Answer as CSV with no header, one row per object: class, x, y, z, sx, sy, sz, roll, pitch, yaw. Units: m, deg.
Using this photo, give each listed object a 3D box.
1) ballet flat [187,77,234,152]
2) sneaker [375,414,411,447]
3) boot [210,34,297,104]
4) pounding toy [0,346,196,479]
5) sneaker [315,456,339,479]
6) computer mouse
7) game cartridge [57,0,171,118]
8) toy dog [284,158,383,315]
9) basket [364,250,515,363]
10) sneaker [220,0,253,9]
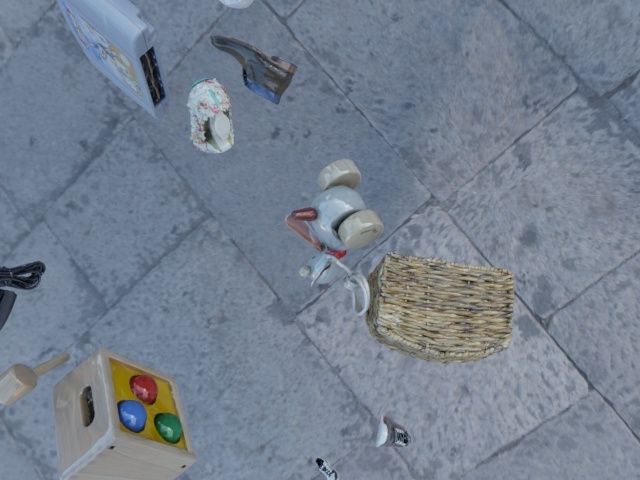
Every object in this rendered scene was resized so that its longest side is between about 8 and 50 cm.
ballet flat,-0.199,-0.209,1.061,0.091,0.241,0.077,-34,78,-11
sneaker,0.150,0.386,1.130,0.065,0.158,0.061,9,77,16
boot,-0.170,-0.409,1.352,0.219,0.082,0.106,17,102,-21
pounding toy,-0.258,0.178,0.656,0.094,0.206,0.181,-39,46,8
sneaker,0.014,0.552,1.352,0.037,0.083,0.032,39,84,-33
computer mouse,-0.602,0.145,0.965,0.272,0.188,0.072,-44,77,12
game cartridge,-0.359,-0.344,0.985,0.198,0.297,0.062,37,75,1
toy dog,0.000,0.000,1.131,0.220,0.161,0.333,-125,31,-45
basket,0.252,0.168,1.264,0.299,0.223,0.213,9,73,-4
sneaker,-0.199,-0.688,1.324,0.114,0.152,0.305,5,70,-14
